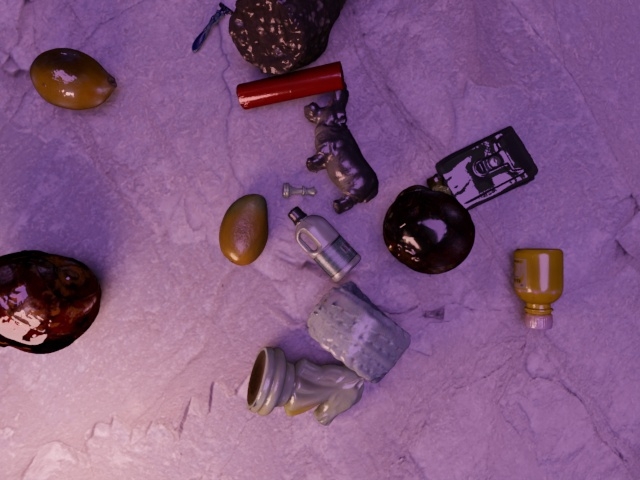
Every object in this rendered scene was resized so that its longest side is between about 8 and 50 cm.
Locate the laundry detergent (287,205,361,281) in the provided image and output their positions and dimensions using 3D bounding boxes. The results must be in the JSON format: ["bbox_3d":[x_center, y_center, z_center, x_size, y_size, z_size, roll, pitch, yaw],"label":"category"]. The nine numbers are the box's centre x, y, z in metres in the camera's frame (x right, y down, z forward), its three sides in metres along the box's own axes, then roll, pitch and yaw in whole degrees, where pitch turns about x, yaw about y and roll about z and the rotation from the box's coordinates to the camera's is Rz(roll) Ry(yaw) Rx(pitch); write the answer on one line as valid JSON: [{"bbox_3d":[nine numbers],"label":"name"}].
[{"bbox_3d":[0.000,0.000,1.217,0.099,0.070,0.225,-44,93,5],"label":"laundry detergent"}]

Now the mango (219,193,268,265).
[{"bbox_3d":[-0.196,-0.032,1.197,0.130,0.092,0.194,23,85,-2],"label":"mango"}]

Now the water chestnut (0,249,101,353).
[{"bbox_3d":[-0.683,0.151,1.090,0.290,0.289,0.244,3,95,-3],"label":"water chestnut"}]

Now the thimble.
[{"bbox_3d":[0.097,0.227,1.157,0.250,0.205,0.171,39,88,2],"label":"thimble"}]

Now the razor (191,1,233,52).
[{"bbox_3d":[-0.297,-0.569,1.216,0.044,0.028,0.154,37,88,-3],"label":"razor"}]

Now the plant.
[{"bbox_3d":[-0.065,-0.570,1.147,0.215,0.213,0.312,33,49,-4],"label":"plant"}]

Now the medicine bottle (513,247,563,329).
[{"bbox_3d":[0.585,0.128,1.224,0.122,0.122,0.212,0,91,-3],"label":"medicine bottle"}]

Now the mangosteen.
[{"bbox_3d":[0.288,-0.055,1.171,0.232,0.231,0.289,29,66,-3],"label":"mangosteen"}]

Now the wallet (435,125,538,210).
[{"bbox_3d":[0.457,-0.193,1.253,0.245,0.052,0.168,-26,88,0],"label":"wallet"}]

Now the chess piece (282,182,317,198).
[{"bbox_3d":[-0.055,-0.133,1.230,0.093,0.042,0.042,2,91,-8],"label":"chess piece"}]

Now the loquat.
[{"bbox_3d":[-0.619,-0.404,1.145,0.195,0.152,0.151,0,91,-6],"label":"loquat"}]

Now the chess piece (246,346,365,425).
[{"bbox_3d":[-0.032,0.391,1.196,0.299,0.176,0.175,17,90,-16],"label":"chess piece"}]

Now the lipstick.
[{"bbox_3d":[-0.079,-0.398,1.175,0.280,0.073,0.073,-8,91,12],"label":"lipstick"}]

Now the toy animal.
[{"bbox_3d":[0.038,-0.247,1.202,0.169,0.106,0.342,-17,88,-2],"label":"toy animal"}]
